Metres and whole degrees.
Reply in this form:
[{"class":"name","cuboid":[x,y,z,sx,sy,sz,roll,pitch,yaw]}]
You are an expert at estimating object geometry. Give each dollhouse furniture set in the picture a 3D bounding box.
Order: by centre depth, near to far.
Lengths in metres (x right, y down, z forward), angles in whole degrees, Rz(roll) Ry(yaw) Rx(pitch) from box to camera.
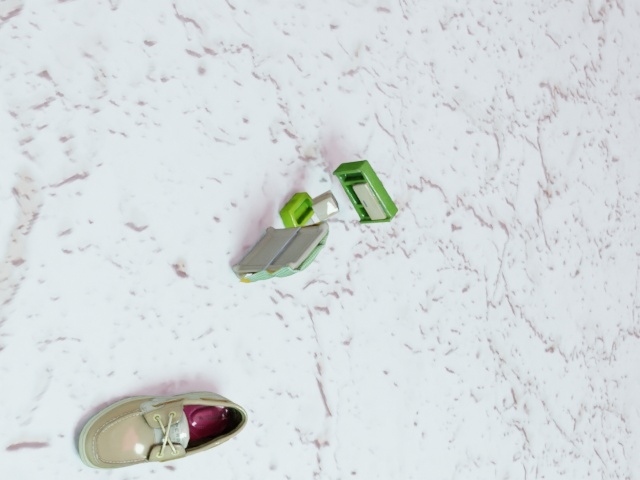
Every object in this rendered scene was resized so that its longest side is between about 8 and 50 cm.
[{"class":"dollhouse furniture set","cuboid":[0.000,0.000,0.823,0.152,0.076,0.059,-50,120,-35]}]

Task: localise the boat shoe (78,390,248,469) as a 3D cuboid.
[{"class":"boat shoe","cuboid":[-0.112,0.138,0.724,0.135,0.045,0.050,-10,95,-45]}]
